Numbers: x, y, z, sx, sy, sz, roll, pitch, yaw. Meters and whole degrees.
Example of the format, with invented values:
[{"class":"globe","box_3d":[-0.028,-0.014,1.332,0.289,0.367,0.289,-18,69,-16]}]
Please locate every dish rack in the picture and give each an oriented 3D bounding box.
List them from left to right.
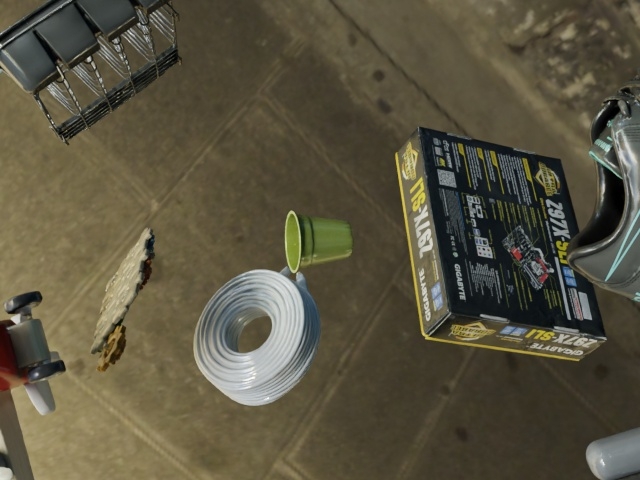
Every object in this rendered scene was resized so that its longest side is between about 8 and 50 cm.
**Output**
[{"class":"dish rack","box_3d":[-0.253,-0.211,1.148,0.208,0.271,0.074,-36,86,-9]}]

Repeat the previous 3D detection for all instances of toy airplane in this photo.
[{"class":"toy airplane","box_3d":[-0.573,0.218,1.666,0.273,0.386,0.384,-19,127,-16]}]

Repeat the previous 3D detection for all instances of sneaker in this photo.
[{"class":"sneaker","box_3d":[0.236,-0.084,0.634,0.106,0.101,0.267,13,97,0]}]

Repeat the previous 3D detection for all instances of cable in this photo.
[{"class":"cable","box_3d":[-0.121,0.182,1.916,0.089,0.257,0.257,47,12,-51]}]

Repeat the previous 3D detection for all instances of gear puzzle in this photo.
[{"class":"gear puzzle","box_3d":[-0.345,0.116,1.785,0.044,0.175,0.339,30,23,-19]}]

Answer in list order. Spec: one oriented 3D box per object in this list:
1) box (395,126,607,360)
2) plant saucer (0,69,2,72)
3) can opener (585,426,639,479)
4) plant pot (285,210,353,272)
[{"class":"box","box_3d":[0.252,0.002,1.432,0.257,0.079,0.321,11,54,-23]},{"class":"plant saucer","box_3d":[-0.472,-0.252,1.433,0.037,0.195,0.195,46,56,-20]},{"class":"can opener","box_3d":[0.357,0.158,0.780,0.284,0.095,0.076,-18,92,6]},{"class":"plant pot","box_3d":[0.000,0.000,1.343,0.079,0.083,0.083,-3,75,-15]}]
